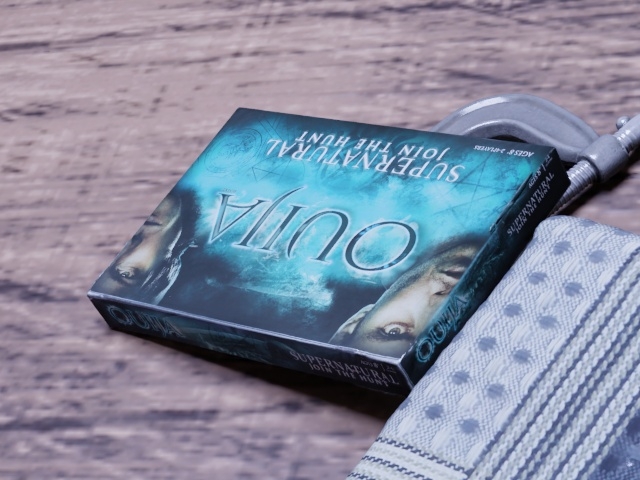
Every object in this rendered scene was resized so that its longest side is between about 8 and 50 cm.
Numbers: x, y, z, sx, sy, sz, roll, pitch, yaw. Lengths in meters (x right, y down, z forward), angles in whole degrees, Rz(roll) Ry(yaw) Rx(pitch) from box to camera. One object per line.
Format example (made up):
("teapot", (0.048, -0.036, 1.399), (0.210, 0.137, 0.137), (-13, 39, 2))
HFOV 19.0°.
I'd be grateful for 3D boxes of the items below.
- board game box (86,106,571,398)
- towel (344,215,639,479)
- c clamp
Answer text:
("board game box", (0.000, 0.000, 0.830), (0.186, 0.026, 0.126), (9, 51, 41))
("towel", (0.106, 0.148, 0.607), (0.312, 0.056, 0.324), (21, 60, 43))
("c clamp", (0.077, -0.017, 0.842), (0.160, 0.022, 0.137), (-34, 43, -12))
